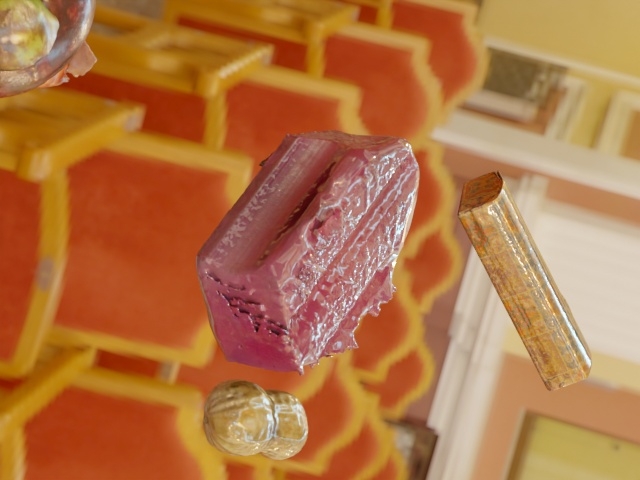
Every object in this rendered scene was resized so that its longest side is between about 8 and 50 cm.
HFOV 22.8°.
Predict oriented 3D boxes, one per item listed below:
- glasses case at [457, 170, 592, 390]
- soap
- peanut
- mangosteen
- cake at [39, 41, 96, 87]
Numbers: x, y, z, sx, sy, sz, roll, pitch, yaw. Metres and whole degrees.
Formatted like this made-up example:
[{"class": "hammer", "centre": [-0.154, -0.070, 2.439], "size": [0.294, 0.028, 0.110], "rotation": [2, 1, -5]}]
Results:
[{"class": "glasses case", "centre": [0.207, 0.040, 1.592], "size": [0.218, 0.049, 0.075], "rotation": [61, 22, -20]}, {"class": "soap", "centre": [0.000, 0.000, 1.734], "size": [0.325, 0.127, 0.220], "rotation": [-53, 148, -36]}, {"class": "peanut", "centre": [-0.071, 0.200, 1.734], "size": [0.193, 0.089, 0.089], "rotation": [27, 78, -58]}, {"class": "mangosteen", "centre": [-0.223, -0.186, 1.113], "size": [0.146, 0.156, 0.181], "rotation": [-32, 168, -37]}, {"class": "cake", "centre": [-0.351, -0.285, 1.664], "size": [0.098, 0.135, 0.287], "rotation": [-33, 99, -57]}]
